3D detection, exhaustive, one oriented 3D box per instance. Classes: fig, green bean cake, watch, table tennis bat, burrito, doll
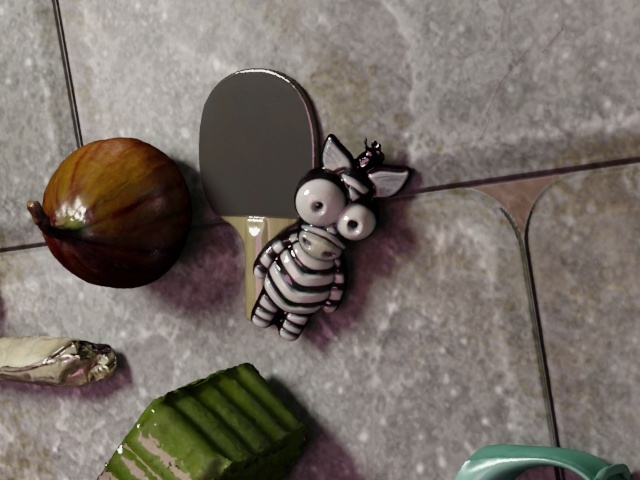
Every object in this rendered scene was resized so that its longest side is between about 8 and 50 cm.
[{"bbox_3d":[-0.204,-0.016,1.574,0.149,0.202,0.148,13,124,-4],"label":"fig"},{"bbox_3d":[-0.123,0.231,1.527,0.113,0.214,0.200,42,118,17],"label":"green bean cake"},{"bbox_3d":[0.184,0.282,1.401,0.195,0.068,0.237,34,108,32],"label":"watch"},{"bbox_3d":[-0.060,-0.043,1.555,0.138,0.022,0.246,3,99,33],"label":"table tennis bat"},{"bbox_3d":[-0.316,0.128,1.734,0.229,0.063,0.058,4,72,35],"label":"burrito"},{"bbox_3d":[0.000,0.000,1.491,0.091,0.067,0.219,27,114,-3],"label":"doll"}]
